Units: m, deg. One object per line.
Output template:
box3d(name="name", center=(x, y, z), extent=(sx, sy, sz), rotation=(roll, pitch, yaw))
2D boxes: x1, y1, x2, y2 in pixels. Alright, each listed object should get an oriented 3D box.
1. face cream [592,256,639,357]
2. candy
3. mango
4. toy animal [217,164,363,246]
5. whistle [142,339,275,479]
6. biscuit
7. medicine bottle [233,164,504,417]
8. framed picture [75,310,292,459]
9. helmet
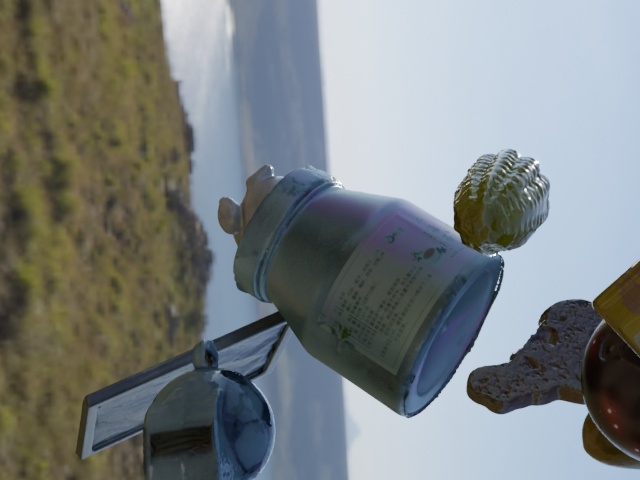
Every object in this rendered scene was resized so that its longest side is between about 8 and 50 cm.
box3d(name="face cream", center=(0.348, -0.013, 0.964), extent=(0.078, 0.273, 0.078), rotation=(45, 7, -7))
box3d(name="candy", center=(0.180, -0.033, 1.200), extent=(0.199, 0.094, 0.106), rotation=(-36, 130, -71))
box3d(name="mango", center=(0.426, 0.232, 1.487), extent=(0.098, 0.195, 0.137), rotation=(-89, 153, -72))
box3d(name="toy animal", center=(0.002, -0.004, 1.842), extent=(0.325, 0.208, 0.154), rotation=(34, 46, -40))
box3d(name="whistle", center=(-0.125, 0.254, 1.344), extent=(0.163, 0.163, 0.289), rotation=(85, 0, -71))
box3d(name="biscuit", center=(0.367, 0.177, 1.757), extent=(0.183, 0.320, 0.047), rotation=(48, -26, 43))
box3d(name="medicine bottle", center=(0.056, 0.055, 1.530), extent=(0.245, 0.290, 0.245), rotation=(-48, 156, -29))
box3d(name="framed picture", center=(-0.188, 0.201, 1.652), extent=(0.020, 0.324, 0.240), rotation=(59, -26, 17))
box3d(name="helmet", center=(0.395, 0.158, 1.325), extent=(0.193, 0.189, 0.216), rotation=(-55, -151, 5))
